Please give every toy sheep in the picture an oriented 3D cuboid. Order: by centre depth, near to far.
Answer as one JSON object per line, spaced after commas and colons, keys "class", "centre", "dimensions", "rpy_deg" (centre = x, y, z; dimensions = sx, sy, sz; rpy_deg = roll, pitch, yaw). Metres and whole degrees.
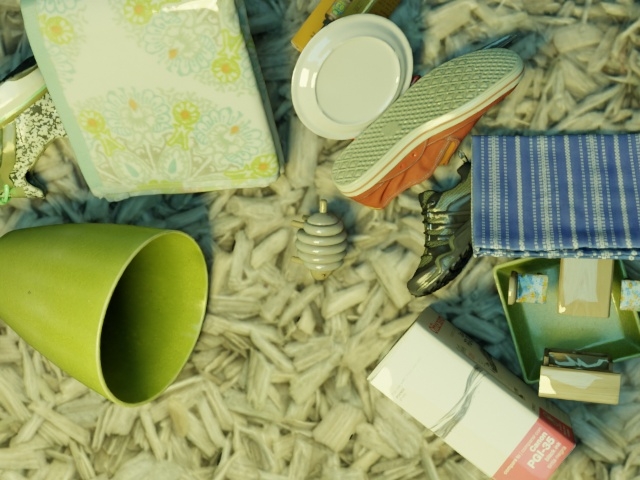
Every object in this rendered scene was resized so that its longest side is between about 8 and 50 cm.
{"class": "toy sheep", "centre": [0.000, 0.000, 1.766], "dimensions": [0.091, 0.091, 0.132], "rpy_deg": [3, 113, 11]}

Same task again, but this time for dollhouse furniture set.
{"class": "dollhouse furniture set", "centre": [0.372, 0.092, 1.615], "dimensions": [0.212, 0.161, 0.242], "rpy_deg": [4, 95, 11]}

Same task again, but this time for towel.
{"class": "towel", "centre": [0.383, -0.072, 1.628], "dimensions": [0.336, 0.243, 0.040], "rpy_deg": [0, 138, 8]}
{"class": "towel", "centre": [-0.240, -0.226, 1.707], "dimensions": [0.320, 0.090, 0.374], "rpy_deg": [-5, 129, 12]}

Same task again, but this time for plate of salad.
{"class": "plate of salad", "centre": [0.045, -0.244, 1.698], "dimensions": [0.199, 0.048, 0.200], "rpy_deg": [-14, 125, -20]}

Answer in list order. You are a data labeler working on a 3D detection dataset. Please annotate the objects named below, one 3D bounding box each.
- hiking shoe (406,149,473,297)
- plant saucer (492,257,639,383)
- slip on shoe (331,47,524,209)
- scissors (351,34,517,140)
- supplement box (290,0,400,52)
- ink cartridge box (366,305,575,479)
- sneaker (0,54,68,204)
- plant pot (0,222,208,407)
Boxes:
{"class": "hiking shoe", "centre": [0.188, -0.021, 1.739], "dimensions": [0.114, 0.086, 0.227], "rpy_deg": [36, 92, 17]}
{"class": "plant saucer", "centre": [0.375, 0.102, 1.721], "dimensions": [0.188, 0.045, 0.188], "rpy_deg": [-16, 92, 12]}
{"class": "slip on shoe", "centre": [0.168, -0.166, 1.711], "dimensions": [0.331, 0.123, 0.101], "rpy_deg": [-39, 131, 11]}
{"class": "scissors", "centre": [0.165, -0.232, 1.752], "dimensions": [0.297, 0.021, 0.109], "rpy_deg": [-13, 90, 10]}
{"class": "supplement box", "centre": [0.061, -0.362, 1.725], "dimensions": [0.078, 0.080, 0.233], "rpy_deg": [42, 100, 21]}
{"class": "ink cartridge box", "centre": [0.223, 0.233, 1.677], "dimensions": [0.283, 0.207, 0.117], "rpy_deg": [38, 99, 6]}
{"class": "sneaker", "centre": [-0.535, -0.107, 1.842], "dimensions": [0.410, 0.158, 0.182], "rpy_deg": [-41, 104, 16]}
{"class": "plant pot", "centre": [-0.372, 0.085, 1.774], "dimensions": [0.293, 0.275, 0.275], "rpy_deg": [15, 97, 25]}
